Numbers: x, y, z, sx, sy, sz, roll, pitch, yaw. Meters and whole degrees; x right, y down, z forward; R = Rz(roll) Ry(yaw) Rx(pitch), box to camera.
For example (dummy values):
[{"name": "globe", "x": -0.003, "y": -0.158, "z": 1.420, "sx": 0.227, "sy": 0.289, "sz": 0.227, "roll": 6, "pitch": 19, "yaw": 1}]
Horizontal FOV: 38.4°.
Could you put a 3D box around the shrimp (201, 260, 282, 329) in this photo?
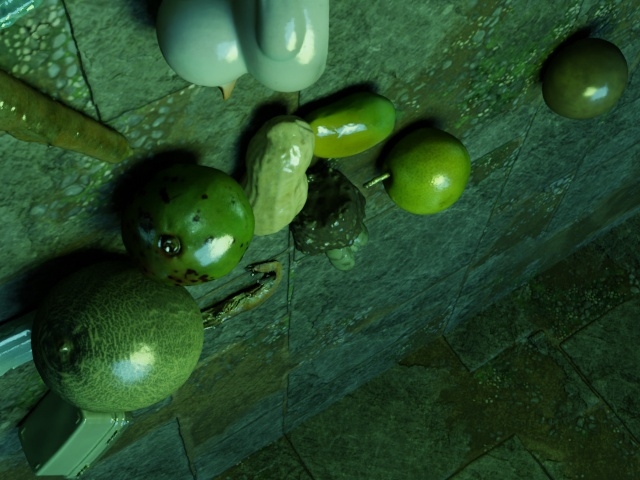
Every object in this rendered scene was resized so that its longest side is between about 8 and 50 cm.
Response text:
[{"name": "shrimp", "x": -0.162, "y": 0.114, "z": 1.915, "sx": 0.219, "sy": 0.046, "sz": 0.152, "roll": -28, "pitch": 158, "yaw": -29}]

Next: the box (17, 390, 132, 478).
[{"name": "box", "x": -0.486, "y": 0.367, "z": 1.819, "sx": 0.210, "sy": 0.148, "sz": 0.129, "roll": -47, "pitch": 148, "yaw": 19}]

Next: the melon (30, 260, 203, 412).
[{"name": "melon", "x": -0.323, "y": 0.155, "z": 1.499, "sx": 0.248, "sy": 0.248, "sz": 0.329, "roll": -42, "pitch": 166, "yaw": 13}]

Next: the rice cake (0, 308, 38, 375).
[{"name": "rice cake", "x": -0.558, "y": 0.200, "z": 1.510, "sx": 0.237, "sy": 0.043, "sz": 0.127, "roll": -27, "pitch": 155, "yaw": -24}]

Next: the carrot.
[{"name": "carrot", "x": -0.331, "y": -0.143, "z": 1.142, "sx": 0.070, "sy": 0.070, "sz": 0.342, "roll": -41, "pitch": 159, "yaw": 10}]

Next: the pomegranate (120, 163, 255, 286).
[{"name": "pomegranate", "x": -0.196, "y": -0.033, "z": 1.426, "sx": 0.202, "sy": 0.202, "sz": 0.248, "roll": -46, "pitch": -176, "yaw": 21}]

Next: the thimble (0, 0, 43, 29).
[{"name": "thimble", "x": -0.327, "y": -0.276, "z": 0.784, "sx": 0.235, "sy": 0.143, "sz": 0.198, "roll": -38, "pitch": 157, "yaw": 8}]

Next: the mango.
[{"name": "mango", "x": 0.042, "y": -0.195, "z": 1.569, "sx": 0.191, "sy": 0.085, "sz": 0.122, "roll": -16, "pitch": 161, "yaw": -22}]

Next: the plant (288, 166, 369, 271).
[{"name": "plant", "x": 0.017, "y": -0.027, "z": 1.766, "sx": 0.149, "sy": 0.146, "sz": 0.274, "roll": 6, "pitch": 163, "yaw": 12}]

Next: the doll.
[{"name": "doll", "x": -0.093, "y": -0.282, "z": 1.099, "sx": 0.221, "sy": 0.221, "sz": 0.251, "roll": -22, "pitch": 137, "yaw": -31}]

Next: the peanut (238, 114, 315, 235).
[{"name": "peanut", "x": -0.072, "y": -0.109, "z": 1.521, "sx": 0.124, "sy": 0.123, "sz": 0.256, "roll": -21, "pitch": 152, "yaw": -34}]

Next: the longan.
[{"name": "longan", "x": 0.555, "y": -0.344, "z": 1.936, "sx": 0.185, "sy": 0.159, "sz": 0.204, "roll": -32, "pitch": -157, "yaw": 35}]

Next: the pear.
[{"name": "pear", "x": 0.187, "y": -0.137, "z": 1.813, "sx": 0.216, "sy": 0.166, "sz": 0.180, "roll": -4, "pitch": 160, "yaw": -17}]
